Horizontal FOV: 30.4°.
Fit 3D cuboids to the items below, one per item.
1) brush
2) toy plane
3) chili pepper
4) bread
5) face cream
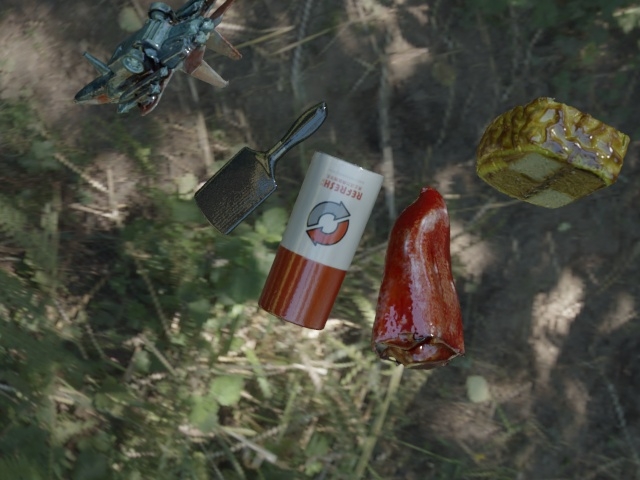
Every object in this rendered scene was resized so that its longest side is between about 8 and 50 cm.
[{"bbox_3d":[-0.061,-0.085,1.309,0.193,0.016,0.063,-41,81,19],"label":"brush"},{"bbox_3d":[-0.242,-0.235,1.566,0.104,0.326,0.223,49,49,-35],"label":"toy plane"},{"bbox_3d":[0.130,0.043,1.597,0.144,0.136,0.253,9,73,-23],"label":"chili pepper"},{"bbox_3d":[0.346,-0.128,1.784,0.181,0.222,0.096,24,73,-12],"label":"bread"},{"bbox_3d":[0.000,0.000,1.508,0.095,0.096,0.214,19,95,-24],"label":"face cream"}]
